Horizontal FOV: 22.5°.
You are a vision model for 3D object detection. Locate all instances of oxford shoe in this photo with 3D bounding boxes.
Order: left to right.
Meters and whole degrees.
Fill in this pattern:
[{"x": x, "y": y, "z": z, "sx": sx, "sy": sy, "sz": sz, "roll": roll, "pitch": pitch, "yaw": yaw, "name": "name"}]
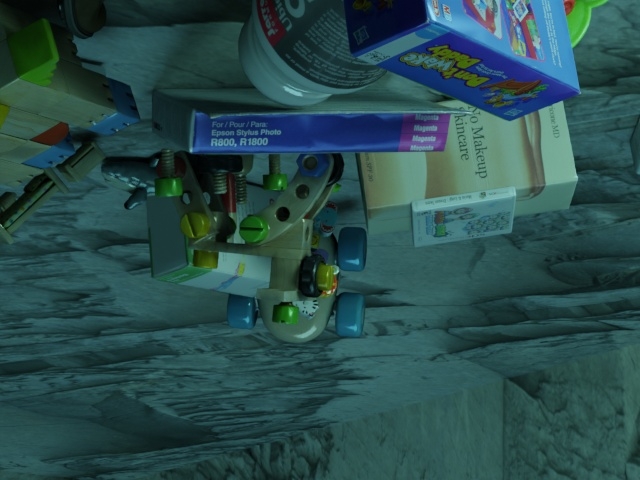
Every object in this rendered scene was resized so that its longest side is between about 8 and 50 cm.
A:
[{"x": -0.239, "y": -0.280, "z": 1.705, "sx": 0.096, "sy": 0.082, "sz": 0.227, "roll": -13, "pitch": 164, "yaw": -7, "name": "oxford shoe"}]

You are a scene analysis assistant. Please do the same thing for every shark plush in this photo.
[{"x": -0.230, "y": -0.095, "z": 2.302, "sx": 0.161, "sy": 0.073, "sz": 0.067, "roll": -4, "pitch": 132, "yaw": 4, "name": "shark plush"}]

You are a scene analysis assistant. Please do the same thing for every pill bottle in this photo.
[{"x": 0.033, "y": -0.263, "z": 1.712, "sx": 0.176, "sy": 0.176, "sz": 0.318, "roll": 2, "pitch": 159, "yaw": -27, "name": "pill bottle"}]

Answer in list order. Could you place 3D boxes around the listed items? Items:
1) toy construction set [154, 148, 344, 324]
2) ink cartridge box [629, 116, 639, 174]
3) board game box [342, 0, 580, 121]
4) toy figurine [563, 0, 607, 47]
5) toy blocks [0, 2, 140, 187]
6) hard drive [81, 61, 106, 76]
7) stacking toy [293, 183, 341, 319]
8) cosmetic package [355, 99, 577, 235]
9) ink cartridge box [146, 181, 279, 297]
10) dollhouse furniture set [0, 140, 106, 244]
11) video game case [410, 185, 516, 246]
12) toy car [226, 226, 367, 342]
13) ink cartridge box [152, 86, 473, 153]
[{"x": -0.096, "y": -0.008, "z": 2.175, "sx": 0.257, "sy": 0.237, "sz": 0.309, "roll": -3, "pitch": -177, "yaw": -7, "name": "toy construction set"}, {"x": 0.613, "y": -0.181, "z": 2.379, "sx": 0.275, "sy": 0.060, "sz": 0.239, "roll": -8, "pitch": 163, "yaw": 0, "name": "ink cartridge box"}, {"x": 0.103, "y": -0.297, "z": 1.372, "sx": 0.078, "sy": 0.347, "sz": 0.233, "roll": -21, "pitch": 157, "yaw": 35, "name": "board game box"}, {"x": 0.250, "y": -0.306, "z": 1.811, "sx": 0.173, "sy": 0.130, "sz": 0.159, "roll": -31, "pitch": 150, "yaw": 0, "name": "toy figurine"}, {"x": -0.392, "y": -0.138, "z": 1.840, "sx": 0.381, "sy": 0.190, "sz": 0.261, "roll": -25, "pitch": 164, "yaw": 21, "name": "toy blocks"}, {"x": -0.446, "y": -0.187, "z": 1.959, "sx": 0.307, "sy": 0.040, "sz": 0.203, "roll": 9, "pitch": 155, "yaw": -40, "name": "hard drive"}, {"x": 0.000, "y": 0.000, "z": 2.420, "sx": 0.052, "sy": 0.221, "sz": 0.167, "roll": 13, "pitch": 160, "yaw": -9, "name": "stacking toy"}, {"x": 0.201, "y": -0.112, "z": 2.273, "sx": 0.296, "sy": 0.153, "sz": 0.129, "roll": -9, "pitch": 162, "yaw": -1, "name": "cosmetic package"}, {"x": -0.154, "y": -0.009, "z": 2.424, "sx": 0.093, "sy": 0.154, "sz": 0.212, "roll": -22, "pitch": 157, "yaw": 40, "name": "ink cartridge box"}, {"x": -0.418, "y": -0.095, "z": 2.210, "sx": 0.182, "sy": 0.101, "sz": 0.161, "roll": -45, "pitch": -158, "yaw": -20, "name": "dollhouse furniture set"}, {"x": 0.198, "y": -0.032, "z": 2.243, "sx": 0.143, "sy": 0.019, "sz": 0.157, "roll": -8, "pitch": 161, "yaw": 1, "name": "video game case"}, {"x": -0.026, "y": 0.045, "z": 2.677, "sx": 0.219, "sy": 0.210, "sz": 0.238, "roll": 3, "pitch": -168, "yaw": 8, "name": "toy car"}, {"x": -0.021, "y": -0.144, "z": 1.986, "sx": 0.324, "sy": 0.071, "sz": 0.330, "roll": -2, "pitch": -168, "yaw": -16, "name": "ink cartridge box"}]
